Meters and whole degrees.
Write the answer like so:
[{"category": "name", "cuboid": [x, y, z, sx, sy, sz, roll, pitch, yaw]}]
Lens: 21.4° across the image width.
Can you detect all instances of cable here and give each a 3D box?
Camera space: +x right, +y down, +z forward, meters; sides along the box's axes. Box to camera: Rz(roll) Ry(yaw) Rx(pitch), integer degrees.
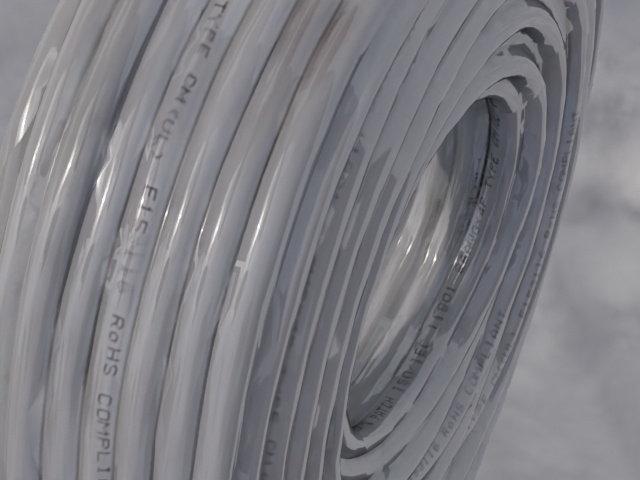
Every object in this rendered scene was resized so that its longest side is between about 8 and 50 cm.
[{"category": "cable", "cuboid": [0.000, 0.000, 0.460, 0.089, 0.257, 0.257, 20, 150, 19]}]
